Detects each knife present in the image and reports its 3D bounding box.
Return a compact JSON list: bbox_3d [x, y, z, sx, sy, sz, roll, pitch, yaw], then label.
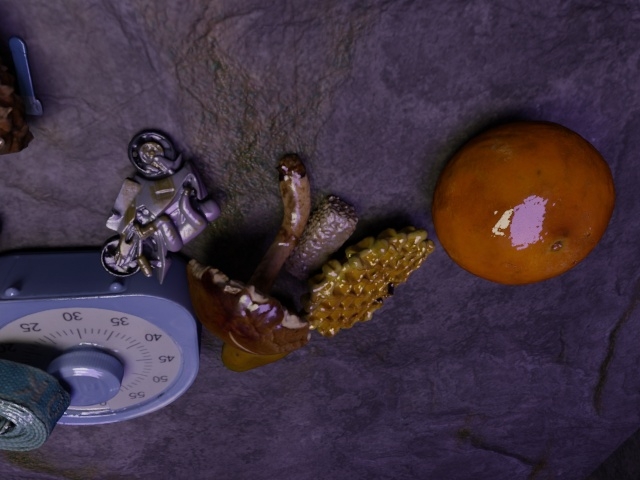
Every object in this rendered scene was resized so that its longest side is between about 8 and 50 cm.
[{"bbox_3d":[-0.376,-0.208,0.511,0.027,0.010,0.096,2,124,-15],"label":"knife"}]

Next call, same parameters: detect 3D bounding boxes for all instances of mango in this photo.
[{"bbox_3d":[-0.131,0.214,0.851,0.136,0.099,0.227,26,125,-38],"label":"mango"}]

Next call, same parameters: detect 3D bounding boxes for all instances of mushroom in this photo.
[{"bbox_3d":[-0.067,0.057,0.654,0.302,0.208,0.233,-41,131,6],"label":"mushroom"}]

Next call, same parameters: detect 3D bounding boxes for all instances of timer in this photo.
[{"bbox_3d":[-0.401,0.200,0.717,0.395,0.173,0.395,-8,128,-10],"label":"timer"}]

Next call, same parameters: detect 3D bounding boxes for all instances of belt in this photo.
[{"bbox_3d":[-0.469,0.244,0.587,0.163,0.082,0.147,-5,121,8],"label":"belt"}]

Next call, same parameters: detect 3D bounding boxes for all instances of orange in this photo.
[{"bbox_3d":[0.334,-0.057,0.681,0.284,0.226,0.283,-5,122,-8],"label":"orange"}]

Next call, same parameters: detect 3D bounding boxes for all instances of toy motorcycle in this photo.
[{"bbox_3d":[-0.233,-0.041,0.610,0.152,0.073,0.225,16,95,-23],"label":"toy motorcycle"}]

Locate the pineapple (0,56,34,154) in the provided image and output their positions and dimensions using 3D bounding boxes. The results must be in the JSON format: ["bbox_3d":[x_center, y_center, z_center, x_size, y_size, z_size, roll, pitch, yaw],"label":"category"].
[{"bbox_3d":[-0.424,-0.247,0.394,0.169,0.169,0.340,-8,115,-9],"label":"pineapple"}]

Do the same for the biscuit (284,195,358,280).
[{"bbox_3d":[0.000,0.000,0.735,0.082,0.070,0.168,29,117,-22],"label":"biscuit"}]

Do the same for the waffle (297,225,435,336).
[{"bbox_3d":[0.084,0.084,0.789,0.310,0.065,0.283,-26,148,-10],"label":"waffle"}]
